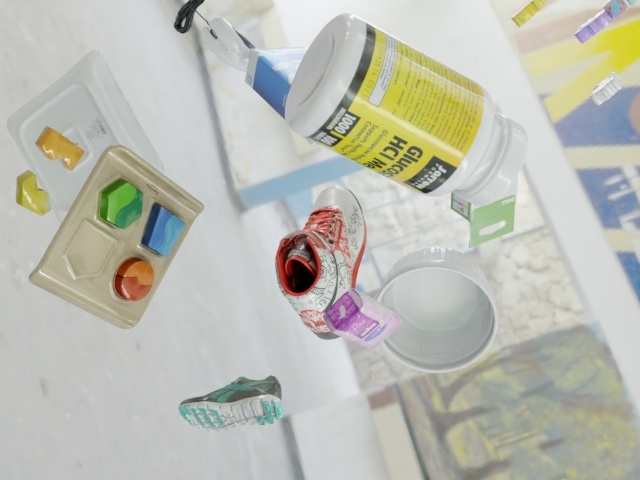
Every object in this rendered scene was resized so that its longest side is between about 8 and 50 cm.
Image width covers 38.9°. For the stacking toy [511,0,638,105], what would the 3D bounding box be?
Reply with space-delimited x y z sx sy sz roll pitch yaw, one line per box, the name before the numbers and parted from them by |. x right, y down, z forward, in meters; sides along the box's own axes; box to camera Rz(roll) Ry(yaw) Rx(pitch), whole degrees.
stacking toy | 0.382 -0.301 1.161 0.167 0.221 0.052 46 32 -6

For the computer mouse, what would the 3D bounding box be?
computer mouse | -0.201 -0.408 1.818 0.193 0.106 0.042 39 30 -16

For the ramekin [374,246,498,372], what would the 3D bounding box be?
ramekin | 0.193 0.108 1.530 0.109 0.207 0.207 -75 147 -62

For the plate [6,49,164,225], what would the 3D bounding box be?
plate | -0.466 -0.180 1.744 0.277 0.278 0.045 61 25 2

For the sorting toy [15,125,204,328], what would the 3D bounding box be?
sorting toy | -0.307 -0.017 1.278 0.041 0.229 0.307 24 -10 38

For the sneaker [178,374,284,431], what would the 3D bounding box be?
sneaker | -0.132 0.242 1.375 0.076 0.167 0.065 -82 163 -51

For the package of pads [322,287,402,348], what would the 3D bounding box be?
package of pads | 0.046 0.086 0.984 0.083 0.050 0.032 30 21 -48

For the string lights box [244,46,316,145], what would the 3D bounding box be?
string lights box | -0.022 -0.280 1.731 0.259 0.133 0.076 46 -45 40

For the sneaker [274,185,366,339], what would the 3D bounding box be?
sneaker | 0.001 0.000 1.360 0.145 0.090 0.270 52 36 -51

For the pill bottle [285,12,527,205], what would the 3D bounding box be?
pill bottle | 0.132 -0.179 1.340 0.334 0.188 0.188 24 25 -20

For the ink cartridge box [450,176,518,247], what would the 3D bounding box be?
ink cartridge box | 0.295 -0.102 1.630 0.062 0.109 0.209 39 -39 47
